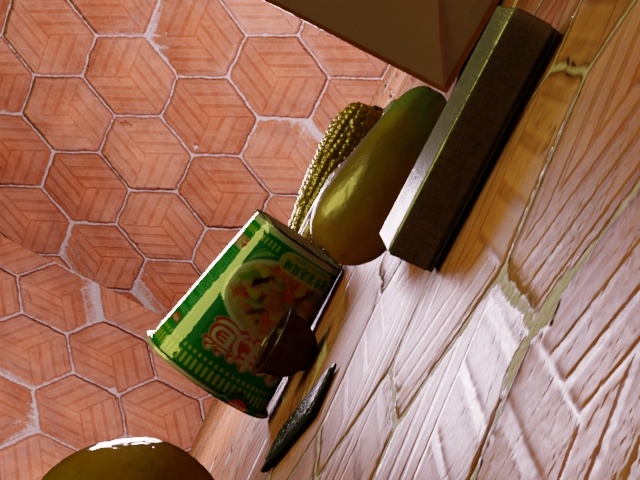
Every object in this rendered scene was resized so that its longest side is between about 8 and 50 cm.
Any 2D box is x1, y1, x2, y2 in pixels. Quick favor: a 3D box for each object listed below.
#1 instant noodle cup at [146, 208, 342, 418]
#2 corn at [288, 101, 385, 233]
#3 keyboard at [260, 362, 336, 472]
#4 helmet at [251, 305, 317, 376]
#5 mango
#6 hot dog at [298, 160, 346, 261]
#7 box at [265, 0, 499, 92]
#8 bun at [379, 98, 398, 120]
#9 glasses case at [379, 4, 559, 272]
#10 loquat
[{"bbox_3d":[-0.089,0.094,1.907,0.233,0.207,0.207,-54,3,3],"label":"instant noodle cup"},{"bbox_3d":[0.022,-0.093,2.254,0.310,0.101,0.101,-63,3,-2],"label":"corn"},{"bbox_3d":[-0.024,0.189,1.456,0.067,0.011,0.202,-64,3,-30],"label":"keyboard"},{"bbox_3d":[-0.036,0.133,1.693,0.111,0.057,0.089,-50,16,56],"label":"helmet"},{"bbox_3d":[0.064,-0.064,1.366,0.195,0.092,0.130,-59,1,-1],"label":"mango"},{"bbox_3d":[0.000,0.000,2.091,0.115,0.072,0.269,-72,8,-68],"label":"hot dog"},{"bbox_3d":[0.094,-0.373,1.664,0.259,0.283,0.214,-62,2,27],"label":"box"},{"bbox_3d":[0.102,-0.158,1.958,0.083,0.045,0.083,-156,90,-89],"label":"bun"},{"bbox_3d":[0.113,-0.078,1.063,0.205,0.047,0.071,-62,7,8],"label":"glasses case"},{"bbox_3d":[-0.200,0.322,1.454,0.244,0.244,0.244,-63,3,6],"label":"loquat"}]
